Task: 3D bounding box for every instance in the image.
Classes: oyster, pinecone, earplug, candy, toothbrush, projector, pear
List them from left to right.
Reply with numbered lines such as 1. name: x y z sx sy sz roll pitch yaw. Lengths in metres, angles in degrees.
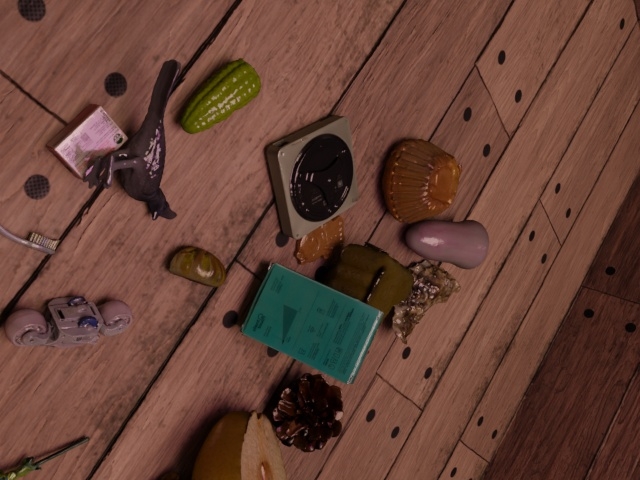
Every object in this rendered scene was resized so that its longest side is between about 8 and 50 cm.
1. toothbrush: -0.622 -0.057 1.091 0.375 0.028 0.037 35 74 -47
2. candy: -0.598 0.467 1.294 0.262 0.073 0.077 -19 91 -47
3. candy: -0.221 -0.305 1.359 0.209 0.097 0.097 -46 132 -20
4. pear: -0.213 0.641 1.595 0.340 0.191 0.386 51 28 -65
5. pinecone: -0.029 0.486 1.771 0.229 0.202 0.201 -42 163 -30
6. projector: -0.006 -0.165 1.635 0.257 0.079 0.259 -33 128 -34
7. oyster: 0.346 0.194 2.100 0.351 0.115 0.238 -15 116 -41
8. earplug: 0.395 -0.001 2.057 0.301 0.172 0.172 8 99 -40

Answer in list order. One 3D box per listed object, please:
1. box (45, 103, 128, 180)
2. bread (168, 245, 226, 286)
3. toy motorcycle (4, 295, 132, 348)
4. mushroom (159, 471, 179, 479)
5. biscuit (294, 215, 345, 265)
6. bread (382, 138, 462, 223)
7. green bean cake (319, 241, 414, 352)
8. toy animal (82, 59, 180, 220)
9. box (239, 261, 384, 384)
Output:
1. box: -0.447 -0.189 1.206 0.125 0.043 0.089 -50 133 -20
2. bread: -0.273 0.066 1.448 0.157 0.094 0.083 27 89 -39
3. toy motorcycle: -0.502 0.174 1.262 0.254 0.112 0.112 -2 107 -46
4. mushroom: -0.335 0.700 1.629 0.100 0.081 0.312 -48 135 -20
5. biscuit: 0.003 -0.005 1.745 0.184 0.027 0.133 -10 114 -43
6. bread: 0.304 -0.177 1.898 0.274 0.149 0.274 -15 111 -46
7. green bean cake: 0.106 0.172 1.808 0.310 0.202 0.285 -62 149 -7
8. toy animal: -0.362 -0.160 1.233 0.206 0.081 0.367 -35 146 -44
9. box: -0.018 0.209 1.599 0.118 0.311 0.205 55 59 -77
